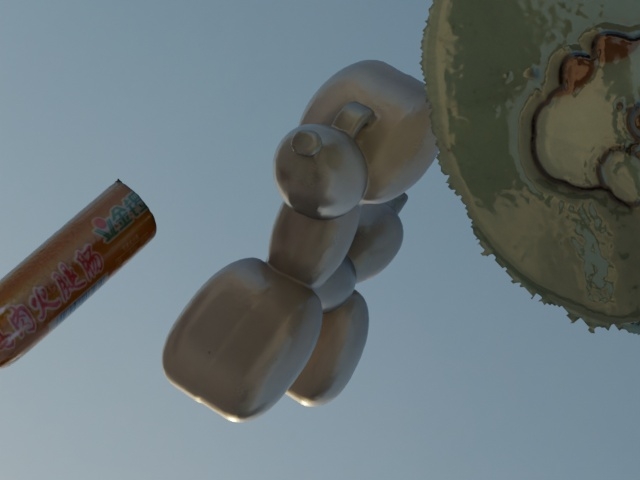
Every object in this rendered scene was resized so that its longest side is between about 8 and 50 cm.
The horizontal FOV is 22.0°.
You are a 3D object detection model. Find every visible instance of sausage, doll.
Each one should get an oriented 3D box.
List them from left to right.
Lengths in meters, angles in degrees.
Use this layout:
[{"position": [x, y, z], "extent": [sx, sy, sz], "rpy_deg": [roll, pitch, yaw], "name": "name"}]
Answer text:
[{"position": [-0.109, 0.018, 0.661], "extent": [0.031, 0.107, 0.031], "rpy_deg": [26, -40, 24], "name": "sausage"}, {"position": [0.000, 0.000, 0.702], "extent": [0.059, 0.161, 0.160], "rpy_deg": [31, -83, 17], "name": "doll"}]

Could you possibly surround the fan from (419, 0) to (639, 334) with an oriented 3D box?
[{"position": [0.139, 0.010, 0.590], "extent": [0.009, 0.190, 0.329], "rpy_deg": [158, -76, -74], "name": "fan"}]
